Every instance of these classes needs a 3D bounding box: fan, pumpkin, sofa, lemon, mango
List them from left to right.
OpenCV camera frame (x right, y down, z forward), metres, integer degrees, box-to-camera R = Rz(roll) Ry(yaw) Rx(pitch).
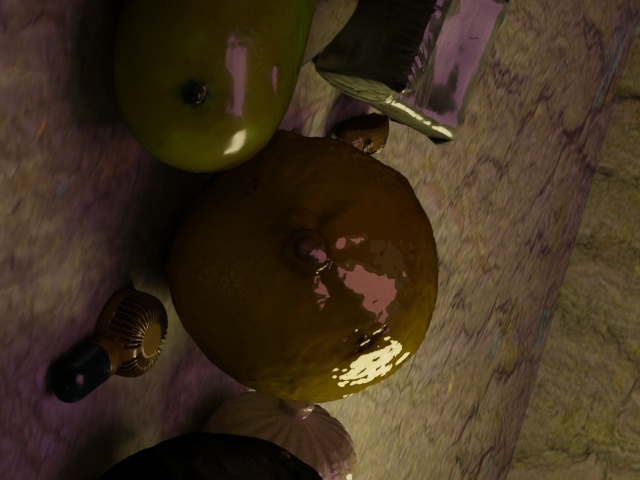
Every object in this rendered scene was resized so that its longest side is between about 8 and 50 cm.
[{"bbox_3d":[-0.190,0.102,1.227,0.155,0.039,0.082,-41,142,-55],"label":"fan"},{"bbox_3d":[-0.112,0.326,1.285,0.300,0.207,0.300,-16,129,-21],"label":"pumpkin"},{"bbox_3d":[-0.086,-0.184,1.137,0.185,0.149,0.273,71,32,-56],"label":"mango"},{"bbox_3d":[-0.017,0.027,1.298,0.322,0.268,0.268,31,75,-74],"label":"lemon"},{"bbox_3d":[0.135,-0.232,1.538,0.225,0.176,0.210,27,83,-40],"label":"sofa"}]

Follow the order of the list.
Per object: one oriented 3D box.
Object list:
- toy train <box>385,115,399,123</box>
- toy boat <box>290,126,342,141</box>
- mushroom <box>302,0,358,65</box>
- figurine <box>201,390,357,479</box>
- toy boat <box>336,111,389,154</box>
[{"bbox_3d":[0.100,-0.244,1.702,0.252,0.055,0.048,77,35,-53],"label":"toy train"},{"bbox_3d":[0.000,0.000,1.570,0.310,0.089,0.115,82,28,-45],"label":"toy boat"},{"bbox_3d":[-0.048,-0.201,1.313,0.333,0.087,0.107,-48,157,-45],"label":"mushroom"},{"bbox_3d":[-0.071,0.329,1.497,0.204,0.185,0.332,164,-59,-73],"label":"figurine"},{"bbox_3d":[0.052,-0.124,1.673,0.149,0.047,0.049,-32,134,-62],"label":"toy boat"}]
